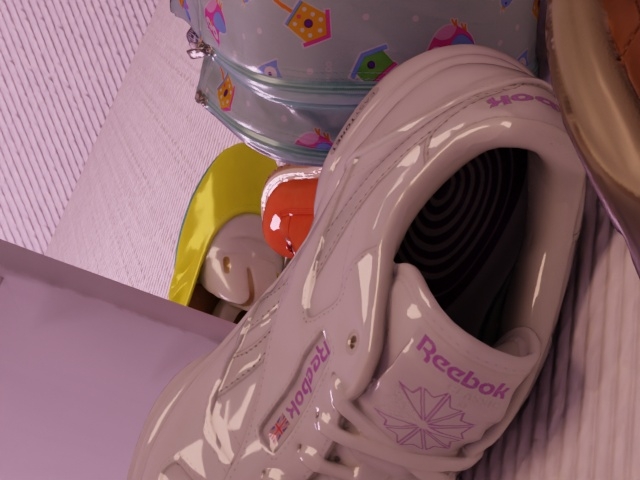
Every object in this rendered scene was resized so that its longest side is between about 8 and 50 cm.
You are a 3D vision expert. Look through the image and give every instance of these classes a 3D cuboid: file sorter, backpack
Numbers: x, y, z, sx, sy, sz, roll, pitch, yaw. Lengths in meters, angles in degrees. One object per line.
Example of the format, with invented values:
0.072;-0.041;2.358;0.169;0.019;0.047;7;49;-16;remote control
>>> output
-0.152;0.172;0.874;0.278;0.193;0.173;-52;23;43;file sorter
0.018;-0.112;0.753;0.188;0.166;0.144;-141;51;-67;backpack

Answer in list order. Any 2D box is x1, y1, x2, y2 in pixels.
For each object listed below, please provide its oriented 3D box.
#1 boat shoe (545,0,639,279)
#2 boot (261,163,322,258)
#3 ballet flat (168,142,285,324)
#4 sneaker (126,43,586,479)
0.133;-0.008;0.321;0.120;0.122;0.324;-46;31;38;boat shoe
0.000;0.000;0.868;0.158;0.059;0.085;153;134;-66;boot
-0.063;0.053;1.000;0.077;0.077;0.231;20;90;54;ballet flat
0.008;0.064;0.618;0.305;0.114;0.152;-65;13;7;sneaker
